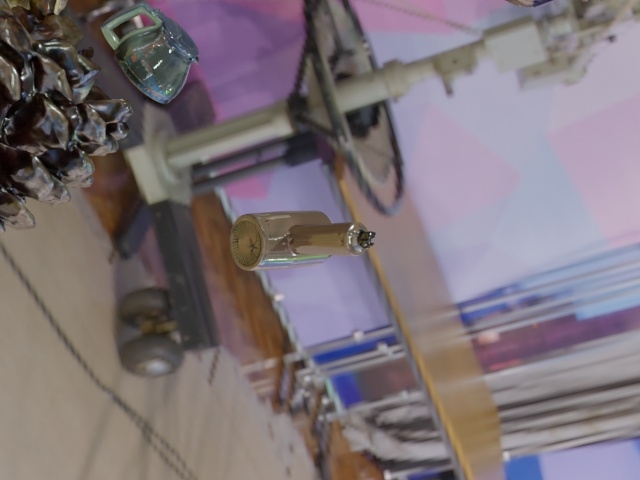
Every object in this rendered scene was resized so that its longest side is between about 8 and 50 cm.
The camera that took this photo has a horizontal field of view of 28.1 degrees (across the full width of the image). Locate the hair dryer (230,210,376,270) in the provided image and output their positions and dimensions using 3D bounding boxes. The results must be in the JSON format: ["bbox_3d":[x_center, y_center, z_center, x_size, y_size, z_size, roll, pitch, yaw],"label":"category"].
[{"bbox_3d":[0.000,0.000,1.361,0.117,0.182,0.064,-4,93,-40],"label":"hair dryer"}]

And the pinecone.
[{"bbox_3d":[-0.237,-0.091,0.929,0.184,0.205,0.179,60,-34,26],"label":"pinecone"}]

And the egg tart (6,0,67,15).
[{"bbox_3d":[-0.410,-0.225,1.447,0.095,0.279,0.279,59,14,14],"label":"egg tart"}]

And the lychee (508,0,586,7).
[{"bbox_3d":[0.223,-0.301,1.151,0.194,0.194,0.194,-16,90,-73],"label":"lychee"}]

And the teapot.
[{"bbox_3d":[-0.144,-0.166,1.098,0.088,0.057,0.066,45,16,-17],"label":"teapot"}]
